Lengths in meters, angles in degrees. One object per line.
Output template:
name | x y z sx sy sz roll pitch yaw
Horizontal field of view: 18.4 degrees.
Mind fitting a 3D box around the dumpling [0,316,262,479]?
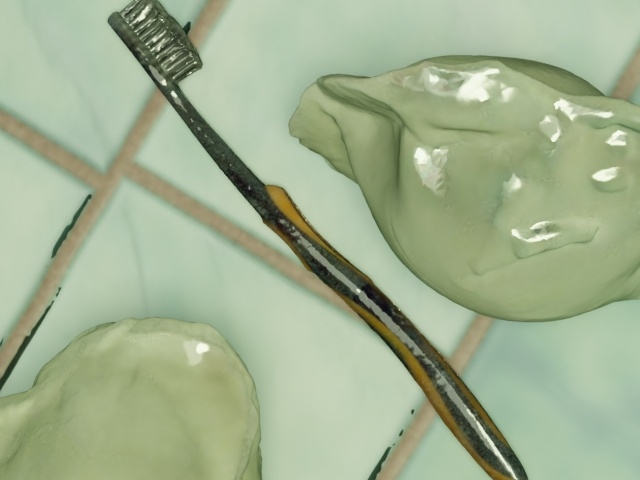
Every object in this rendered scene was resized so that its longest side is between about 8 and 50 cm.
dumpling | -0.109 0.147 0.950 0.162 0.132 0.250 21 107 3

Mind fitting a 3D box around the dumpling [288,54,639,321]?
dumpling | 0.091 -0.035 0.910 0.229 0.151 0.124 14 63 12

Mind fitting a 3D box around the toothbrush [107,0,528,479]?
toothbrush | -0.002 0.002 0.987 0.031 0.023 0.321 -40 81 10
